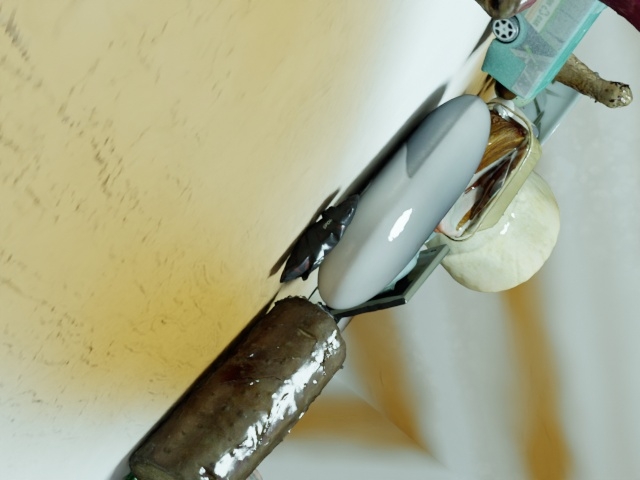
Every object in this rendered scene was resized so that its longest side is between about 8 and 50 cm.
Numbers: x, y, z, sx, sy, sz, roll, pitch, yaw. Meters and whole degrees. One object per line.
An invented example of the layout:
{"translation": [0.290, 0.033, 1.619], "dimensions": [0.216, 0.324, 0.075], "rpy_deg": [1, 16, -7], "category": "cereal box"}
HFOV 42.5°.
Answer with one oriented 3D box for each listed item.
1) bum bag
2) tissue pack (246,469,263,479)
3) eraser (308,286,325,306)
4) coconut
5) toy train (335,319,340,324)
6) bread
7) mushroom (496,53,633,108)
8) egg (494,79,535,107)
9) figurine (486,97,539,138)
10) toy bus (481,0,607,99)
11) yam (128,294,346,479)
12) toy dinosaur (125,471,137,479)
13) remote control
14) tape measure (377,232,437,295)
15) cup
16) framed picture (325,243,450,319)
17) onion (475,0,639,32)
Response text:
{"translation": [-0.001, -0.001, 0.869], "dimensions": [0.124, 0.034, 0.058], "rpy_deg": [-52, -178, 3], "category": "bum bag"}
{"translation": [-0.221, 0.389, 0.991], "dimensions": [0.228, 0.103, 0.315], "rpy_deg": [-38, 180, 25], "category": "tissue pack"}
{"translation": [0.019, 0.081, 1.435], "dimensions": [0.052, 0.029, 0.122], "rpy_deg": [-56, 171, 34], "category": "eraser"}
{"translation": [0.353, -0.039, 1.722], "dimensions": [0.329, 0.328, 0.329], "rpy_deg": [-50, 173, -9], "category": "coconut"}
{"translation": [-0.020, 0.214, 1.817], "dimensions": [0.209, 0.042, 0.044], "rpy_deg": [-51, 152, -13], "category": "toy train"}
{"translation": [0.236, -0.103, 1.276], "dimensions": [0.211, 0.142, 0.224], "rpy_deg": [2, 124, -49], "category": "bread"}
{"translation": [0.418, -0.278, 1.393], "dimensions": [0.148, 0.217, 0.227], "rpy_deg": [-50, 173, -17], "category": "mushroom"}
{"translation": [0.375, -0.297, 1.567], "dimensions": [0.085, 0.085, 0.110], "rpy_deg": [-52, 175, 6], "category": "egg"}
{"translation": [0.288, -0.174, 1.448], "dimensions": [0.222, 0.145, 0.145], "rpy_deg": [-45, 171, -40], "category": "figurine"}
{"translation": [0.281, -0.286, 0.958], "dimensions": [0.091, 0.109, 0.262], "rpy_deg": [-39, 166, -34], "category": "toy bus"}
{"translation": [-0.087, 0.195, 0.967], "dimensions": [0.280, 0.131, 0.131], "rpy_deg": [-46, 171, -34], "category": "yam"}
{"translation": [-0.214, 0.276, 0.975], "dimensions": [0.062, 0.021, 0.083], "rpy_deg": [-57, 179, -16], "category": "toy dinosaur"}
{"translation": [0.107, -0.049, 1.034], "dimensions": [0.332, 0.103, 0.221], "rpy_deg": [-49, 172, -21], "category": "remote control"}
{"translation": [0.170, 0.018, 1.491], "dimensions": [0.330, 0.084, 0.164], "rpy_deg": [-28, -170, 37], "category": "tape measure"}
{"translation": [0.525, -0.325, 2.076], "dimensions": [0.347, 0.163, 0.347], "rpy_deg": [-51, 174, -8], "category": "cup"}
{"translation": [0.111, 0.090, 1.624], "dimensions": [0.265, 0.018, 0.192], "rpy_deg": [-18, -160, 43], "category": "framed picture"}
{"translation": [0.292, -0.250, 0.597], "dimensions": [0.385, 0.348, 0.348], "rpy_deg": [-17, 177, 8], "category": "onion"}
